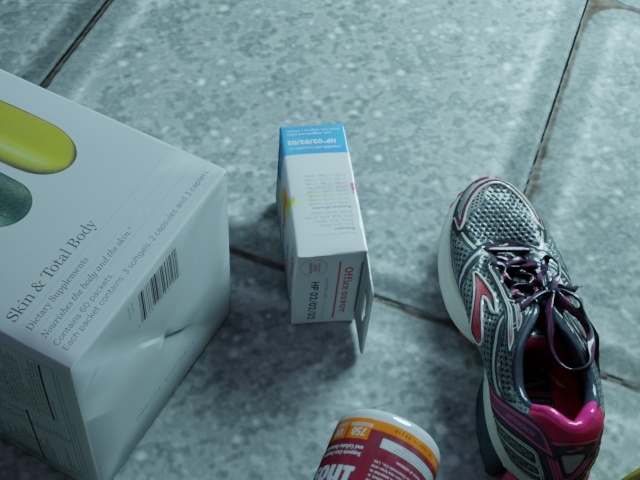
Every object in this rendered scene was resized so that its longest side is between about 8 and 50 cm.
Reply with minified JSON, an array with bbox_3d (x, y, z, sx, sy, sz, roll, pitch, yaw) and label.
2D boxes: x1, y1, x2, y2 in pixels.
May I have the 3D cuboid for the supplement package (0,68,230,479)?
[{"bbox_3d":[-0.232,0.020,0.801,0.262,0.198,0.199,25,55,14],"label":"supplement package"}]

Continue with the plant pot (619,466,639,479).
[{"bbox_3d":[0.346,0.206,0.716,0.212,0.187,0.212,-19,57,-18],"label":"plant pot"}]

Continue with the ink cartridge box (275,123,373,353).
[{"bbox_3d":[0.000,0.000,0.893,0.061,0.104,0.181,-4,53,-7],"label":"ink cartridge box"}]

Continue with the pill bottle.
[{"bbox_3d":[0.027,0.207,0.751,0.086,0.086,0.152,19,54,10],"label":"pill bottle"}]

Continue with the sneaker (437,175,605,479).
[{"bbox_3d":[0.178,0.062,0.857,0.120,0.112,0.299,-4,53,-8],"label":"sneaker"}]
